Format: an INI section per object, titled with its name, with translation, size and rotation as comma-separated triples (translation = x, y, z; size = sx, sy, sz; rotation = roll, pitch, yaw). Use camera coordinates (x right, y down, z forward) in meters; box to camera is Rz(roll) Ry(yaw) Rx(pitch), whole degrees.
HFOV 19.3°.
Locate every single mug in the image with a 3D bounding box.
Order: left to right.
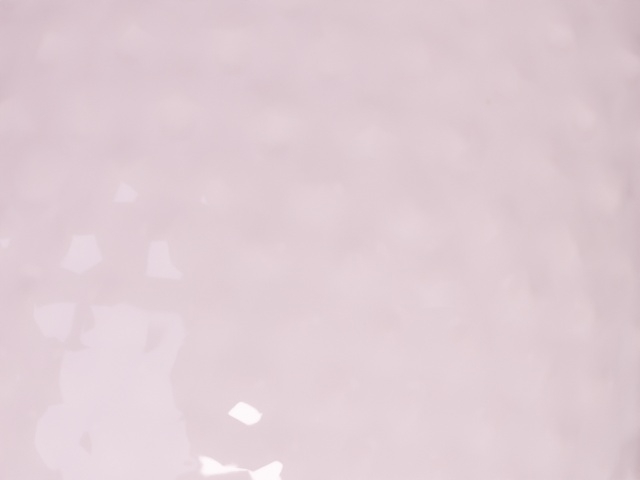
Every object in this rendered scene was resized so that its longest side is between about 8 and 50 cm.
[mug]
translation = 0.000, 0.000, 0.642
size = 0.276, 0.374, 0.328
rotation = 4, 75, 11
